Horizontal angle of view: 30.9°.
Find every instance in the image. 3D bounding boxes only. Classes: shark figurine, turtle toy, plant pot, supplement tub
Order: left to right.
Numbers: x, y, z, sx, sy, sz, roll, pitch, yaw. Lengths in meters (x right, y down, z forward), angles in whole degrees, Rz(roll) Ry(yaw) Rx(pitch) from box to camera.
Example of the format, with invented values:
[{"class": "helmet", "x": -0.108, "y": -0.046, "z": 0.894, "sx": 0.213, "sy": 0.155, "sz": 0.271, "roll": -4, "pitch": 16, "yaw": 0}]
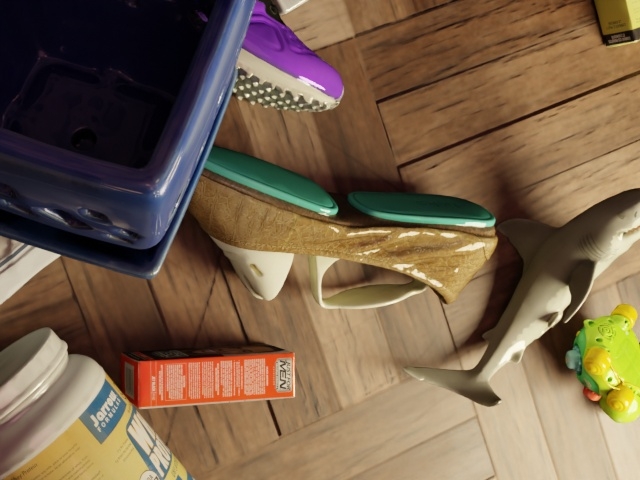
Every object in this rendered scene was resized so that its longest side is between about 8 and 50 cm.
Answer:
[{"class": "supplement tub", "x": -0.207, "y": 0.185, "z": 0.950, "sx": 0.144, "sy": 0.144, "sz": 0.199, "roll": -41, "pitch": 107, "yaw": -15}, {"class": "plant pot", "x": -0.182, "y": -0.113, "z": 0.839, "sx": 0.236, "sy": 0.212, "sz": 0.236, "roll": 17, "pitch": 64, "yaw": 2}, {"class": "shark figurine", "x": 0.203, "y": 0.041, "z": 1.148, "sx": 0.116, "sy": 0.166, "sz": 0.278, "roll": 43, "pitch": 95, "yaw": 7}, {"class": "turtle toy", "x": 0.298, "y": 0.133, "z": 1.189, "sx": 0.095, "sy": 0.066, "sz": 0.130, "roll": -47, "pitch": 112, "yaw": -38}]

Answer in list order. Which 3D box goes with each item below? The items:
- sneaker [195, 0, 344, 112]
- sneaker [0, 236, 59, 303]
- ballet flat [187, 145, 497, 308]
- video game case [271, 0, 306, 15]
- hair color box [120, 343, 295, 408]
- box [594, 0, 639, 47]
[{"class": "sneaker", "x": -0.088, "y": -0.222, "z": 0.998, "sx": 0.293, "sy": 0.102, "sz": 0.146, "roll": 27, "pitch": 82, "yaw": -21}, {"class": "sneaker", "x": -0.246, "y": -0.027, "z": 0.949, "sx": 0.258, "sy": 0.094, "sz": 0.091, "roll": -45, "pitch": 111, "yaw": -13}, {"class": "ballet flat", "x": 0.000, "y": 0.000, "z": 1.055, "sx": 0.342, "sy": 0.116, "sz": 0.124, "roll": 10, "pitch": 108, "yaw": -26}, {"class": "video game case", "x": -0.015, "y": -0.332, "z": 1.065, "sx": 0.173, "sy": 0.022, "sz": 0.190, "roll": -35, "pitch": 104, "yaw": -16}, {"class": "hair color box", "x": -0.100, "y": 0.119, "z": 1.028, "sx": 0.141, "sy": 0.072, "sz": 0.043, "roll": 0, "pitch": 92, "yaw": -23}, {"class": "box", "x": 0.307, "y": -0.320, "z": 1.173, "sx": 0.087, "sy": 0.058, "sz": 0.232, "roll": -22, "pitch": 101, "yaw": -19}]
